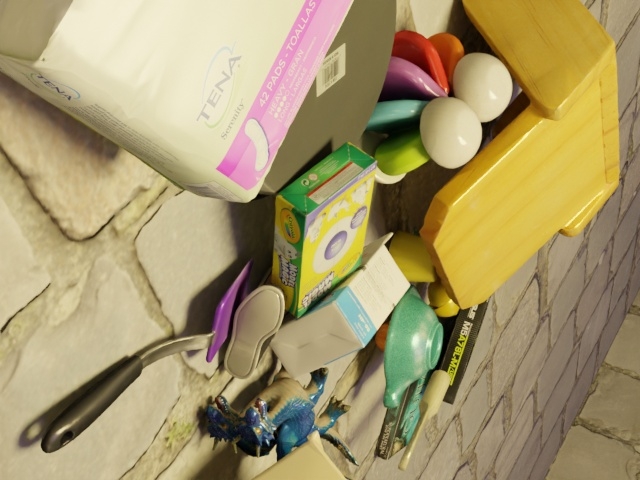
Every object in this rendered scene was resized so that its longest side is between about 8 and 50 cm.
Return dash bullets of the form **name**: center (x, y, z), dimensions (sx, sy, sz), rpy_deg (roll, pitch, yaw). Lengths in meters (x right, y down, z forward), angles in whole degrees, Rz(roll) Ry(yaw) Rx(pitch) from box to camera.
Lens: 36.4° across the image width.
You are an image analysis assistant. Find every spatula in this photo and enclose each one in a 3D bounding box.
- **spatula**: center (-0.143, 0.107, 0.878), dimensions (0.296, 0.030, 0.084), rpy_deg (-34, 147, -49)

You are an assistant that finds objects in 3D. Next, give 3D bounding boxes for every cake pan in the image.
- **cake pan**: center (-0.014, -0.167, 0.894), dimensions (0.293, 0.054, 0.293), rpy_deg (-44, 146, -41)

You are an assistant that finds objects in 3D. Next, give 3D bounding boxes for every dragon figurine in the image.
- **dragon figurine**: center (-0.041, 0.221, 1.105), dimensions (0.144, 0.085, 0.289), rpy_deg (-55, 149, -24)

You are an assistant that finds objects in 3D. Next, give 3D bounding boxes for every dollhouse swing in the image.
- **dollhouse swing**: center (0.222, -0.141, 1.304), dimensions (0.305, 0.315, 0.347), rpy_deg (-30, 150, 3)

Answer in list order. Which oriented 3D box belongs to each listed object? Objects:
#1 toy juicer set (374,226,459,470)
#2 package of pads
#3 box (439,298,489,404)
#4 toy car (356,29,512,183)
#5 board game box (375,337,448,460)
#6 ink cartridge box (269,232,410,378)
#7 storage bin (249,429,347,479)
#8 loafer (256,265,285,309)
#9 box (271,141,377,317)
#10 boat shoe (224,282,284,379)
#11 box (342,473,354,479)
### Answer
- **toy juicer set**: center (0.134, 0.132, 1.387), dimensions (0.209, 0.089, 0.329), rpy_deg (-30, 126, -64)
- **package of pads**: center (-0.076, -0.199, 0.651), dimensions (0.229, 0.101, 0.296), rpy_deg (34, 78, -52)
- **box**: center (0.238, 0.158, 1.606), dimensions (0.191, 0.045, 0.184), rpy_deg (-25, 131, -75)
- **toy car**: center (0.104, -0.155, 1.060), dimensions (0.136, 0.159, 0.182), rpy_deg (50, 58, -22)
- **board game box**: center (0.147, 0.251, 1.570), dimensions (0.126, 0.026, 0.186), rpy_deg (-15, 123, -60)
- **ink cartridge box**: center (0.028, 0.068, 1.065), dimensions (0.060, 0.104, 0.180), rpy_deg (56, 34, -7)
- **storage bin**: center (-0.059, 0.374, 1.043), dimensions (0.262, 0.123, 0.260), rpy_deg (-33, 143, -15)
- **loafer**: center (-0.035, 0.043, 1.031), dimensions (0.125, 0.039, 0.045), rpy_deg (-62, 156, -12)
- **box**: center (0.000, 0.000, 0.960), dimensions (0.105, 0.043, 0.179), rpy_deg (-39, 155, -31)
- **boat shoe**: center (-0.063, 0.087, 0.986), dimensions (0.038, 0.046, 0.125), rpy_deg (-61, 172, -55)
- **box**: center (-0.007, 0.407, 1.357), dimensions (0.169, 0.054, 0.059), rpy_deg (-56, 153, -25)
